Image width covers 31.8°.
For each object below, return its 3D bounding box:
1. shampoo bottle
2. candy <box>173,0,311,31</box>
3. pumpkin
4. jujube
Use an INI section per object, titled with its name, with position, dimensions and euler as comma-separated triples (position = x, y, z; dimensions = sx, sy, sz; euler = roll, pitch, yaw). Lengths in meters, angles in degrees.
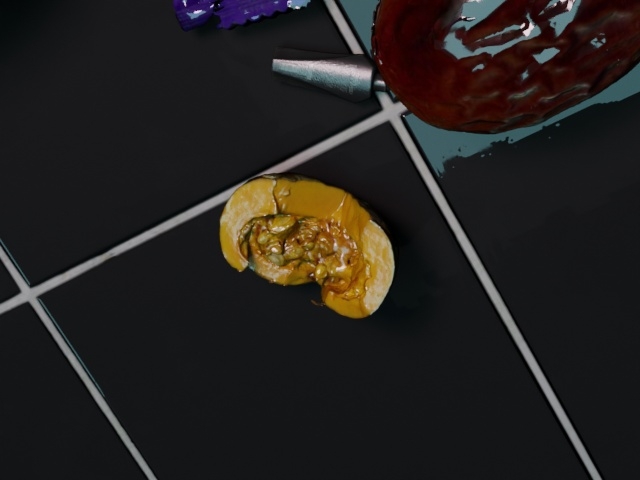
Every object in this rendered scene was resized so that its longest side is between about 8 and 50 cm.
[shampoo bottle]
position = 0.020, -0.160, 1.091
dimensions = 0.137, 0.027, 0.048
euler = 12, 107, 12
[candy]
position = -0.105, -0.331, 1.031
dimensions = 0.145, 0.070, 0.275
euler = -8, 111, 25
[pumpkin]
position = 0.000, 0.000, 1.124
dimensions = 0.183, 0.107, 0.119
euler = 26, 111, 13
[jujube]
position = 0.164, -0.187, 0.952
dimensions = 0.243, 0.183, 0.183
euler = -18, 107, 24
